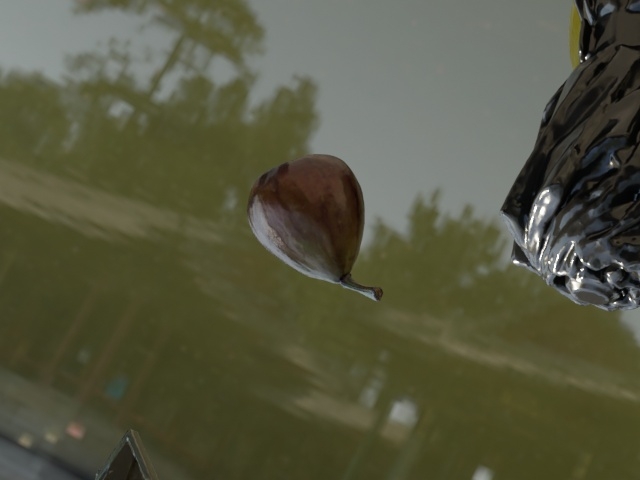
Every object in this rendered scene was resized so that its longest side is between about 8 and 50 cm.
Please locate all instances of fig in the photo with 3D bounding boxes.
[{"bbox_3d":[0.000,0.000,1.235,0.089,0.089,0.125,68,177,-68],"label":"fig"}]

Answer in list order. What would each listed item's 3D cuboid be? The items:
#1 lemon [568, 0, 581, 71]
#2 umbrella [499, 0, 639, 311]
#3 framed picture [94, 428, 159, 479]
[{"bbox_3d":[0.370,-0.144,1.341,0.364,0.364,0.364,25,165,7],"label":"lemon"},{"bbox_3d":[0.179,-0.123,0.916,0.118,0.340,0.118,11,155,5],"label":"umbrella"},{"bbox_3d":[-0.150,0.208,1.080,0.011,0.149,0.109,30,-167,-31],"label":"framed picture"}]
